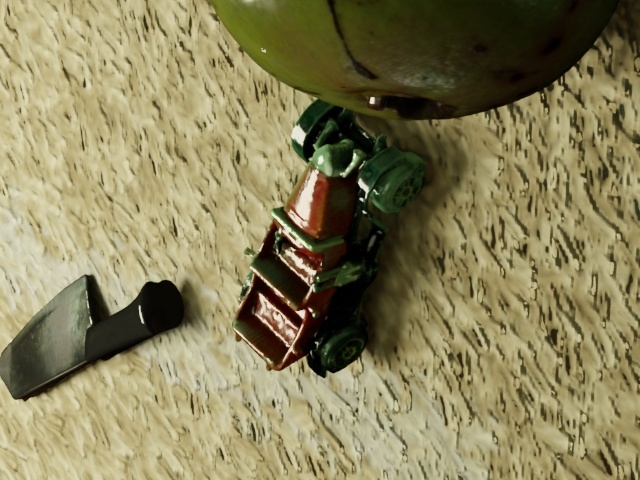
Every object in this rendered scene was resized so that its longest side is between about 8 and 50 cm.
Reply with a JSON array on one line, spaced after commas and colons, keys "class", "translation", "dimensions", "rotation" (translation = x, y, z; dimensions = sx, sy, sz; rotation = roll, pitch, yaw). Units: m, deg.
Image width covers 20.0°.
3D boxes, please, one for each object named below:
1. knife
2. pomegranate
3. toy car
[{"class": "knife", "translation": [-0.153, 0.057, 1.130], "dimensions": [0.230, 0.028, 0.060], "rotation": [-28, 69, 52]}, {"class": "pomegranate", "translation": [0.032, -0.148, 0.752], "dimensions": [0.179, 0.179, 0.210], "rotation": [-48, 47, 45]}, {"class": "toy car", "translation": [0.000, 0.000, 0.911], "dimensions": [0.073, 0.054, 0.143], "rotation": [43, 131, 30]}]
